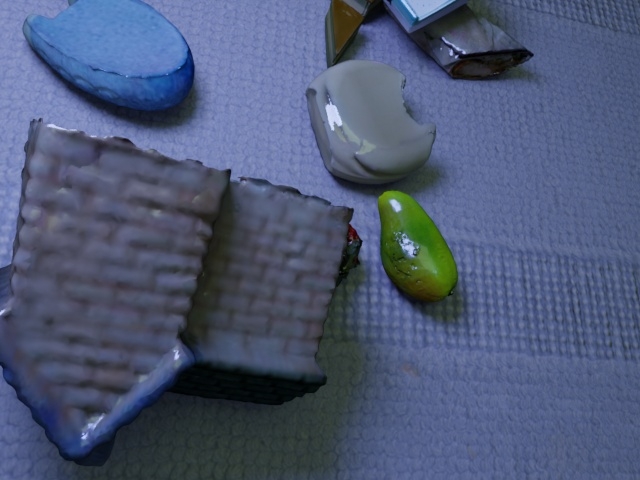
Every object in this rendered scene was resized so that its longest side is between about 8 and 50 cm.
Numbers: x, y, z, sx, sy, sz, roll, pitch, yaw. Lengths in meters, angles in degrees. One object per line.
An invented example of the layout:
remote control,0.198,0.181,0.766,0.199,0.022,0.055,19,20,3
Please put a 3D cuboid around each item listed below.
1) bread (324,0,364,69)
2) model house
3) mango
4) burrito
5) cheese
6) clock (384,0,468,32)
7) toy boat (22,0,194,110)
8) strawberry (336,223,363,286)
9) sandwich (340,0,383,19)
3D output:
bread,0.024,-0.446,1.265,0.084,0.074,0.139,32,65,-2
model house,-0.232,0.084,0.835,0.445,0.395,0.400,13,87,-30
mango,0.171,0.012,1.100,0.125,0.111,0.233,-21,74,-27
burrito,0.309,-0.479,1.348,0.347,0.107,0.175,41,79,5
cheese,0.096,-0.242,1.173,0.233,0.127,0.266,-9,73,-20
clock,0.212,-0.603,1.269,0.231,0.116,0.262,-33,81,-8
toy boat,-0.387,-0.349,1.100,0.330,0.123,0.215,27,55,8
strawberry,-0.002,0.006,1.050,0.148,0.131,0.131,22,61,20
sandwich,0.106,-0.602,1.347,0.113,0.079,0.163,40,64,1
